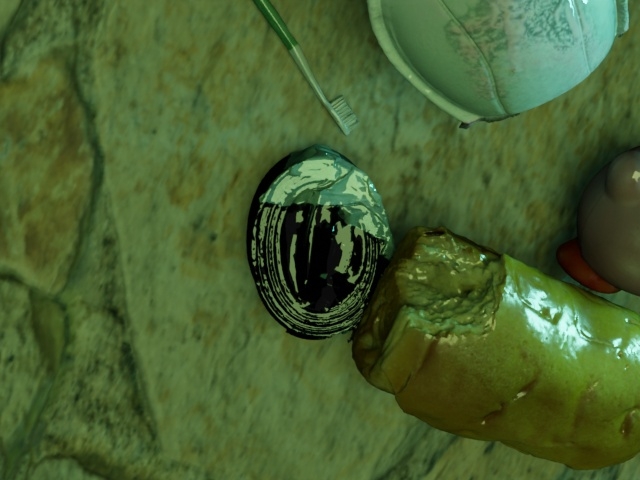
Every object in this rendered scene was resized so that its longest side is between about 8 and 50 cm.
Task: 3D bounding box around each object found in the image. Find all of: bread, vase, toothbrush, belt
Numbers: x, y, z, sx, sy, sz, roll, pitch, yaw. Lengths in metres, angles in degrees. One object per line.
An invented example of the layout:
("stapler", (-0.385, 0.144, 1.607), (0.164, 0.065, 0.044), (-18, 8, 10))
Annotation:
("bread", (0.208, 0.121, 1.311), (0.344, 0.149, 0.195), (20, 99, -28))
("vase", (0.107, -0.322, 1.113), (0.250, 0.250, 0.445), (-35, 129, 1))
("toothbrush", (-0.039, -0.212, 1.282), (0.024, 0.018, 0.257), (-38, 108, -1))
("belt", (0.000, 0.000, 1.316), (0.151, 0.078, 0.198), (-3, 104, -6))

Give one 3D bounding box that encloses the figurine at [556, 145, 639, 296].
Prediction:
("figurine", (0.351, -0.022, 1.319), (0.173, 0.173, 0.173), (-2, 106, -9))
